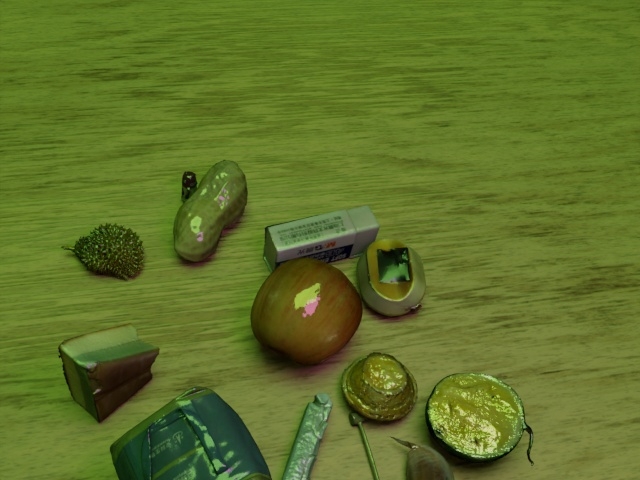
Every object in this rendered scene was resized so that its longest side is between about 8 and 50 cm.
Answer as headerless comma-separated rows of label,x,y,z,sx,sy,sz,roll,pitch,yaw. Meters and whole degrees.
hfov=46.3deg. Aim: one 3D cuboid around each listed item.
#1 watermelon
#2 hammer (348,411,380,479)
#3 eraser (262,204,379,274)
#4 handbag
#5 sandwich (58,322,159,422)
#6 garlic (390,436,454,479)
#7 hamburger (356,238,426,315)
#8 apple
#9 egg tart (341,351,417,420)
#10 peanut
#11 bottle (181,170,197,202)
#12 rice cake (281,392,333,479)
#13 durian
watermelon,0.340,0.401,1.649,0.232,0.127,0.204,9,49,2
hammer,0.116,0.464,1.638,0.060,0.028,0.195,-3,54,-19
eraser,0.000,0.000,1.940,0.287,0.130,0.086,-13,55,-19
handbag,-0.245,0.453,1.454,0.263,0.222,0.241,-34,58,-10
sandwich,-0.446,0.254,1.602,0.108,0.220,0.186,34,54,21
garlic,0.217,0.501,1.579,0.128,0.090,0.198,-4,54,4
hamburger,0.181,0.094,1.902,0.173,0.116,0.210,-6,55,-3
apple,-0.034,0.173,1.740,0.242,0.242,0.241,30,65,17
egg tart,0.139,0.325,1.708,0.191,0.074,0.191,9,43,-9
peanut,-0.288,-0.077,1.964,0.149,0.149,0.313,23,53,11
bottle,-0.356,-0.147,2.030,0.047,0.101,0.063,-21,55,-23
rice cake,-0.042,0.473,1.578,0.063,0.066,0.336,21,51,-2
durian,-0.543,0.012,1.874,0.208,0.102,0.146,4,55,0
